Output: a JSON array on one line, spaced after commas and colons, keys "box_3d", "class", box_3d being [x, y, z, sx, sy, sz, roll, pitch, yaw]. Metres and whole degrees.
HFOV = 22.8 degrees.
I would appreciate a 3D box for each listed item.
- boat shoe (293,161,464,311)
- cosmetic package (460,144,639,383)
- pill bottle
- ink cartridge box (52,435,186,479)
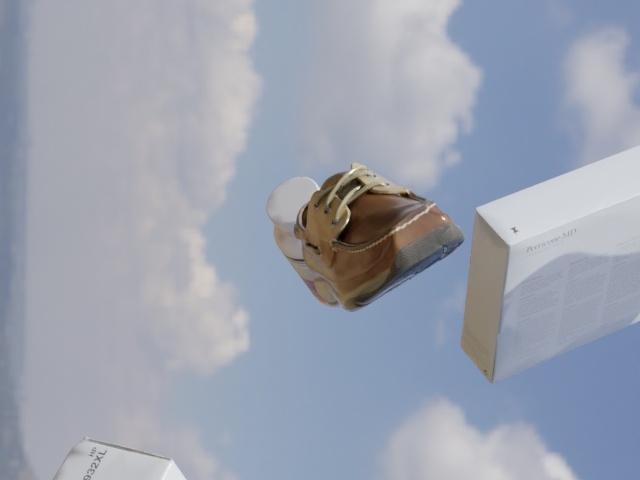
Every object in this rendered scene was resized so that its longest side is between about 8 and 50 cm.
[{"box_3d": [0.036, -0.008, 1.534, 0.120, 0.122, 0.324, 59, -15, -3], "class": "boat shoe"}, {"box_3d": [0.391, 0.021, 2.298, 0.097, 0.377, 0.284, 52, -27, 37], "class": "cosmetic package"}, {"box_3d": [0.000, 0.000, 2.216, 0.193, 0.108, 0.108, 56, 19, -46], "class": "pill bottle"}, {"box_3d": [-0.197, 0.393, 1.693, 0.223, 0.129, 0.307, -62, 144, -31], "class": "ink cartridge box"}]
